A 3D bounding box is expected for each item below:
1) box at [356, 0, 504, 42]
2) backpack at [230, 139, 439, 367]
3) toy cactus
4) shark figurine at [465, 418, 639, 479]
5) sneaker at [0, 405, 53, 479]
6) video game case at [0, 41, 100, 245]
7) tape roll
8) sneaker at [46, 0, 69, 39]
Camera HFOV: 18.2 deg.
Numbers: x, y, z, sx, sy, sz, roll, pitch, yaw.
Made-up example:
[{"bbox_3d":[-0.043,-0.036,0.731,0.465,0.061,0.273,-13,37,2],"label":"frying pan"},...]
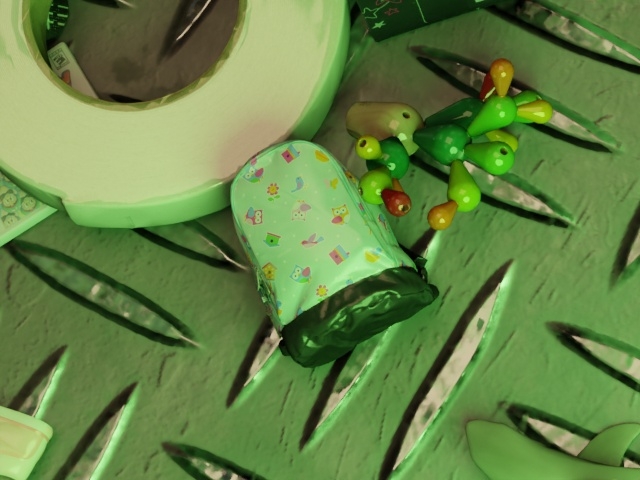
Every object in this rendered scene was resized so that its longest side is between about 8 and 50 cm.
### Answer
[{"bbox_3d":[0.083,-0.304,1.746,0.163,0.247,0.142,-17,69,7],"label":"box"},{"bbox_3d":[0.000,0.000,1.730,0.152,0.115,0.182,-27,72,1],"label":"backpack"},{"bbox_3d":[0.090,-0.094,1.738,0.180,0.112,0.219,19,48,44],"label":"toy cactus"},{"bbox_3d":[0.262,0.184,1.609,0.278,0.116,0.166,-16,70,10],"label":"shark figurine"},{"bbox_3d":[-0.311,0.178,1.779,0.134,0.051,0.070,16,71,14],"label":"sneaker"},{"bbox_3d":[-0.274,-0.091,1.882,0.157,0.019,0.143,-33,67,1],"label":"video game case"},{"bbox_3d":[-0.166,-0.204,1.842,0.392,0.072,0.392,-2,74,5],"label":"tape roll"},{"bbox_3d":[-0.271,-0.242,1.929,0.043,0.040,0.109,-16,68,35],"label":"sneaker"}]
